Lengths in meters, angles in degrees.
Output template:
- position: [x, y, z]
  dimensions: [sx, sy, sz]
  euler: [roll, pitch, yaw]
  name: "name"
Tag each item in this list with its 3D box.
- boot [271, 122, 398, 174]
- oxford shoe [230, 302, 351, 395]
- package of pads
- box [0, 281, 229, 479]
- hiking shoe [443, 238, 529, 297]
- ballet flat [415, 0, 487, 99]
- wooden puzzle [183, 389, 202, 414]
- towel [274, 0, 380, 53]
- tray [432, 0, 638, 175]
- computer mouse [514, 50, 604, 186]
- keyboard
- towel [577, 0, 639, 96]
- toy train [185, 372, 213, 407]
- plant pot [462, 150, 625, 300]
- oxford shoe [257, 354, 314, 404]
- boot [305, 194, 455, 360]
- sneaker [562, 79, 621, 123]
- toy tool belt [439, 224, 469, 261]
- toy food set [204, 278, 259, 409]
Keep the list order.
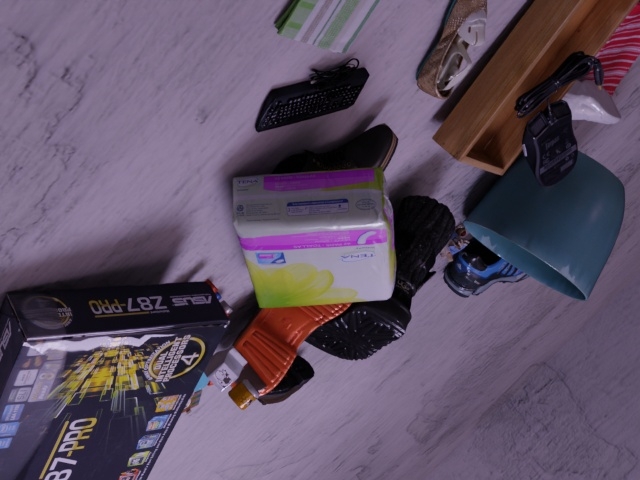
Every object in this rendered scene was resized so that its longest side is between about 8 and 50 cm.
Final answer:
- position: [0.022, -0.121, 1.654]
  dimensions: [0.198, 0.077, 0.137]
  euler: [-44, 151, 1]
  name: "boot"
- position: [-0.044, 0.108, 1.913]
  dimensions: [0.364, 0.130, 0.133]
  euler: [-47, -171, -6]
  name: "oxford shoe"
- position: [0.000, 0.000, 1.656]
  dimensions: [0.229, 0.101, 0.296]
  euler: [-4, 153, 3]
  name: "package of pads"
- position: [-0.346, 0.230, 1.579]
  dimensions: [0.318, 0.097, 0.395]
  euler: [1, 133, -38]
  name: "box"
- position: [0.415, 0.028, 2.430]
  dimensions: [0.304, 0.113, 0.132]
  euler: [-25, 151, -33]
  name: "hiking shoe"
- position: [0.214, -0.299, 1.650]
  dimensions: [0.073, 0.067, 0.206]
  euler: [-21, 147, -39]
  name: "ballet flat"
- position: [-0.242, 0.297, 2.010]
  dimensions: [0.049, 0.006, 0.083]
  euler: [-25, 150, -35]
  name: "wooden puzzle"
- position: [0.014, -0.302, 1.410]
  dimensions: [0.152, 0.023, 0.113]
  euler: [3, 127, -55]
  name: "towel"
- position: [0.374, -0.305, 1.853]
  dimensions: [0.411, 0.076, 0.203]
  euler: [-53, 154, 17]
  name: "tray"
- position: [0.418, -0.219, 1.898]
  dimensions: [0.184, 0.060, 0.262]
  euler: [-39, 142, -5]
  name: "computer mouse"
- position: [0.000, -0.198, 1.532]
  dimensions: [0.192, 0.038, 0.100]
  euler: [-22, 148, -40]
  name: "keyboard"
- position: [0.579, -0.363, 2.142]
  dimensions: [0.199, 0.031, 0.275]
  euler: [-13, 143, -46]
  name: "towel"
- position: [-0.239, 0.223, 1.853]
  dimensions: [0.125, 0.046, 0.166]
  euler: [-37, 152, -9]
  name: "toy train"
- position: [0.474, -0.054, 2.201]
  dimensions: [0.235, 0.293, 0.293]
  euler: [-56, 156, -3]
  name: "plant pot"
- position: [-0.103, 0.287, 2.115]
  dimensions: [0.096, 0.083, 0.227]
  euler: [-48, 154, 22]
  name: "oxford shoe"
- position: [0.106, 0.075, 2.028]
  dimensions: [0.348, 0.131, 0.260]
  euler: [-26, -146, 56]
  name: "boot"
- position: [0.486, -0.259, 2.100]
  dimensions: [0.212, 0.080, 0.094]
  euler: [14, 139, -35]
  name: "sneaker"
- position: [0.283, 0.010, 2.277]
  dimensions: [0.083, 0.051, 0.052]
  euler: [-32, 154, -23]
  name: "toy tool belt"
- position: [-0.160, 0.158, 1.750]
  dimensions: [0.104, 0.111, 0.232]
  euler: [-41, 118, -3]
  name: "toy food set"
